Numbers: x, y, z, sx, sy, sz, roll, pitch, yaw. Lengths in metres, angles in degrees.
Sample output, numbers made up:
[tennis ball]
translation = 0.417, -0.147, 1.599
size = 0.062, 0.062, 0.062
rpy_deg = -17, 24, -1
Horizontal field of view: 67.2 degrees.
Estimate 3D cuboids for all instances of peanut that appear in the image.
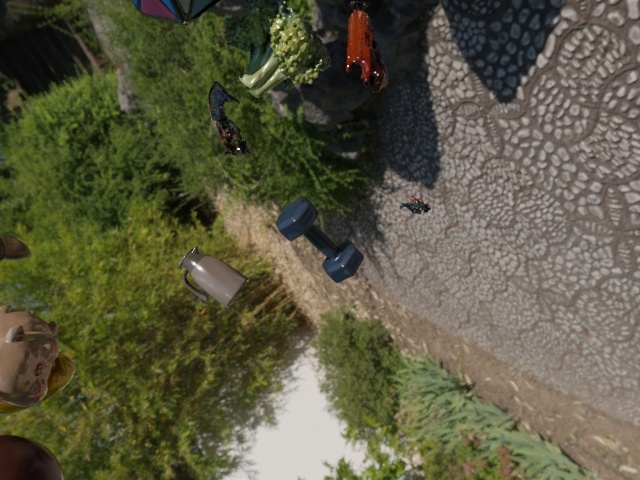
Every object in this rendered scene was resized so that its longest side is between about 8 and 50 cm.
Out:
[peanut]
translation = -1.000, 0.025, 1.530
size = 0.152, 0.076, 0.076
rpy_deg = 20, -171, -37

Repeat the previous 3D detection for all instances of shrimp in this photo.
[shrimp]
translation = -0.269, -0.358, 1.391
size = 0.289, 0.075, 0.178
rpy_deg = -120, 23, -47

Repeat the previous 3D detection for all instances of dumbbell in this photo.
[dumbbell]
translation = 0.000, 0.000, 1.650
size = 0.325, 0.144, 0.160
rpy_deg = 44, -173, -25

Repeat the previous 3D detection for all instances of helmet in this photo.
[helmet]
translation = -0.810, 0.625, 1.238
size = 0.230, 0.386, 0.337
rpy_deg = -90, -11, -47

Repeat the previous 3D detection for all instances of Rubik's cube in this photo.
[Rubik's cube]
translation = -0.419, -0.795, 1.365
size = 0.247, 0.250, 0.248
rpy_deg = 27, 156, 32

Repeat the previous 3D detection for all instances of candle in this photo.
[candle]
translation = 0.094, -0.424, 1.023
size = 0.059, 0.084, 0.301
rpy_deg = 128, 150, -47

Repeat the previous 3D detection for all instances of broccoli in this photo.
[broccoli]
translation = -0.134, -0.581, 1.548
size = 0.348, 0.281, 0.293
rpy_deg = 42, 177, 21

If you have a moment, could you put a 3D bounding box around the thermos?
[thermos]
translation = -0.323, 0.111, 1.395
size = 0.193, 0.137, 0.105
rpy_deg = 35, -158, 0

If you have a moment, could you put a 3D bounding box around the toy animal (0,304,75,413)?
[toy animal]
translation = -0.907, 0.359, 1.498
size = 0.247, 0.278, 0.344
rpy_deg = -47, 38, 48

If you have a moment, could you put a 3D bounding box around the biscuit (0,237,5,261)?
[biscuit]
translation = -0.850, -0.040, 1.117
size = 0.262, 0.037, 0.262
rpy_deg = 49, 175, 6

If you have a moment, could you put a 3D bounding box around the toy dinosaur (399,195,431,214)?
[toy dinosaur]
translation = 0.305, -0.110, 1.553
size = 0.049, 0.154, 0.055
rpy_deg = -52, 54, 36
